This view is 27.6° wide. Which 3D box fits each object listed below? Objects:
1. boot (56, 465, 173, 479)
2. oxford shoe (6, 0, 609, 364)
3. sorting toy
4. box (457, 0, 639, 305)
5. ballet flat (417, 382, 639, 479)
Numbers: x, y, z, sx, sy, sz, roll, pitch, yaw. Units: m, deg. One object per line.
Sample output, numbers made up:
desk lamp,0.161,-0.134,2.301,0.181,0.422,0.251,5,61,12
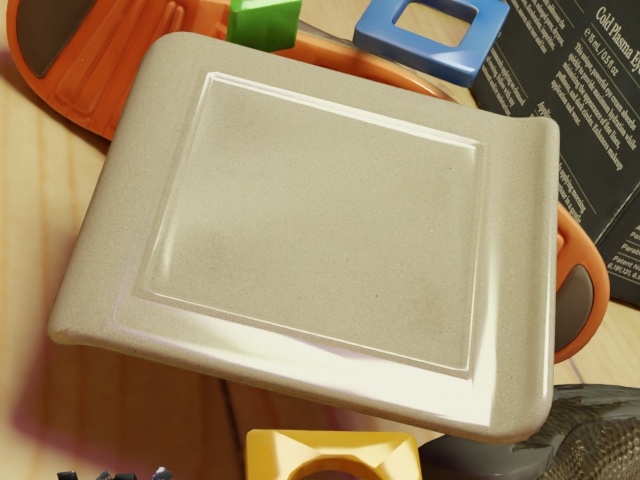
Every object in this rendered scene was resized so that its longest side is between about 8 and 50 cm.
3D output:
boot,-0.044,0.127,0.444,0.099,0.045,0.121,5,33,-39
oxford shoe,0.006,-0.063,0.728,0.363,0.130,0.133,35,22,9
sorting toy,0.000,0.000,0.555,0.196,0.047,0.348,12,48,-1
box,0.285,-0.158,0.954,0.179,0.312,0.343,19,30,-22
ballet flat,0.118,0.111,0.627,0.084,0.058,0.250,4,6,32
